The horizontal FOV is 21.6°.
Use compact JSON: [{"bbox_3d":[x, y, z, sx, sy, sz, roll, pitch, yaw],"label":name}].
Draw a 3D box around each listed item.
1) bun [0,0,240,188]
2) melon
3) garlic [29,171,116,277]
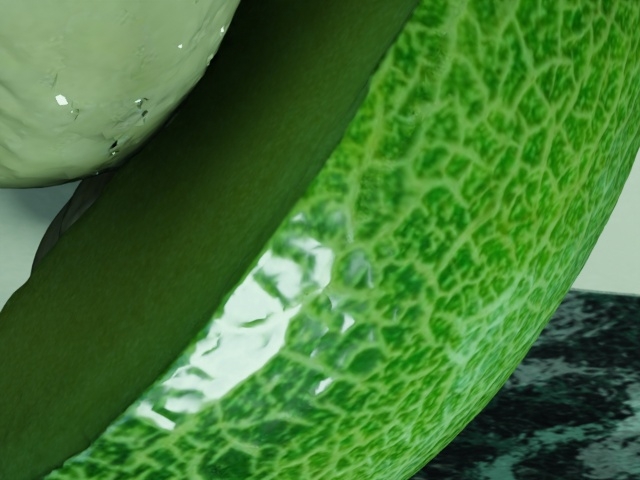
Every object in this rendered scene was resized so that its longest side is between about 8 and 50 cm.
[{"bbox_3d":[-0.166,-0.170,0.592,0.326,0.234,0.362,26,161,-17],"label":"bun"},{"bbox_3d":[0.000,0.000,0.718,0.226,0.343,0.331,22,164,7],"label":"melon"},{"bbox_3d":[-0.050,0.014,0.938,0.228,0.152,0.228,-1,147,-1],"label":"garlic"}]
